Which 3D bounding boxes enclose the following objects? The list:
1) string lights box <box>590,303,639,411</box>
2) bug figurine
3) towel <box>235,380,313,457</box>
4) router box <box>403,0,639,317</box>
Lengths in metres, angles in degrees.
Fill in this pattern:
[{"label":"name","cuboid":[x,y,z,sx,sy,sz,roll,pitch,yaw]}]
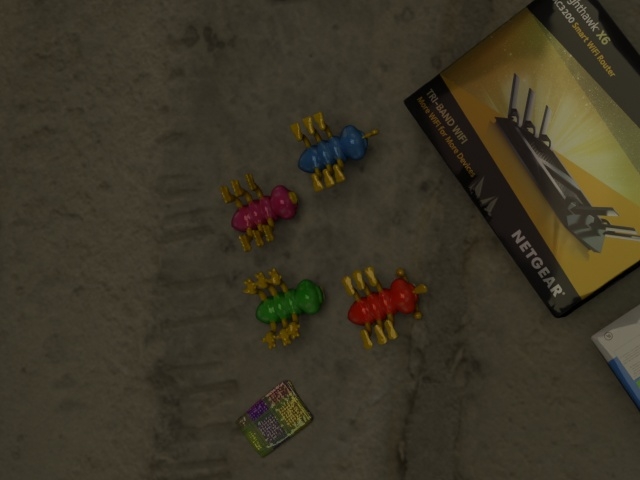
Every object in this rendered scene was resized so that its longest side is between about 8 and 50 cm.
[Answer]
[{"label":"string lights box","cuboid":[0.413,0.174,1.293,0.133,0.077,0.259,-34,77,8]},{"label":"bug figurine","cuboid":[0.000,0.000,1.456,0.216,0.072,0.279,-19,84,17]},{"label":"towel","cuboid":[-0.055,0.215,1.476,0.083,0.009,0.060,-40,77,7]},{"label":"router box","cuboid":[0.280,-0.105,1.383,0.243,0.081,0.309,-38,77,14]}]
